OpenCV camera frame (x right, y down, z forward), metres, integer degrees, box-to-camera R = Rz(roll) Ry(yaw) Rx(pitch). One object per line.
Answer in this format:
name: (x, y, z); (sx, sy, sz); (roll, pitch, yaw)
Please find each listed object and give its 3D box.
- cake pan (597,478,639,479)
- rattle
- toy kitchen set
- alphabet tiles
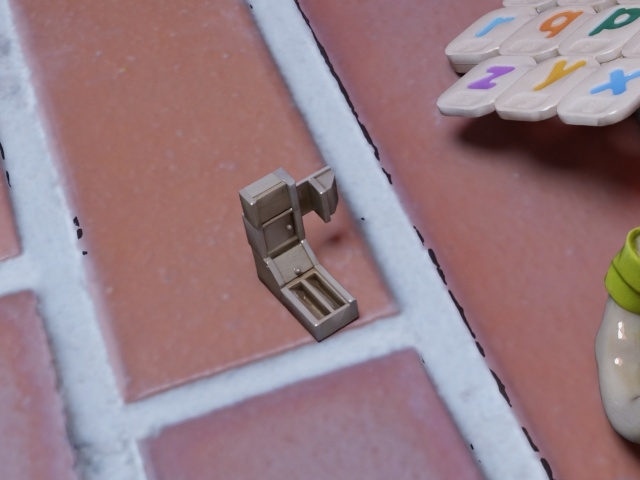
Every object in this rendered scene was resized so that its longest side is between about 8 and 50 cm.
cake pan: (0.152, 0.234, 0.671); (0.293, 0.054, 0.293); (-5, 46, 5)
rattle: (0.229, 0.077, 0.760); (0.142, 0.130, 0.200); (26, 14, -14)
toy kitchen set: (0.000, 0.000, 0.894); (0.068, 0.083, 0.075); (-31, 50, -18)
alphabet tiles: (0.224, -0.157, 0.972); (0.278, 0.021, 0.284); (-41, 29, -27)
